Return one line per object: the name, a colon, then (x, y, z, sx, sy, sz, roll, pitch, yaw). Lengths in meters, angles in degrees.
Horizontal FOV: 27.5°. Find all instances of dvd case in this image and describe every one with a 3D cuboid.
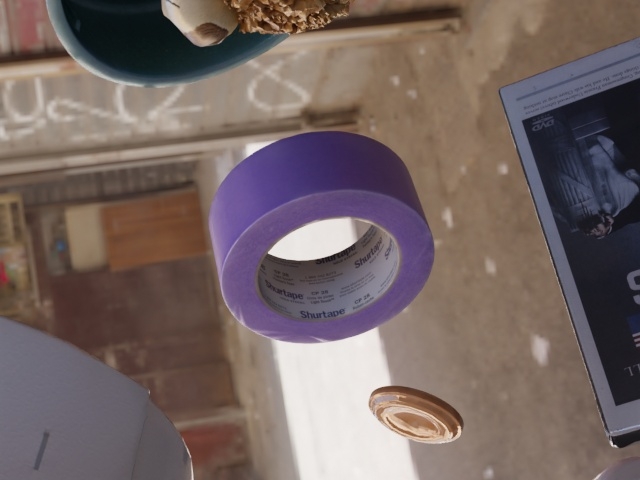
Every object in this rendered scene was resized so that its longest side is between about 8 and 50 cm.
dvd case: (0.218, -0.018, 0.754, 0.029, 0.179, 0.238, 51, -158, -58)

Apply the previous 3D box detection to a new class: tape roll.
tape roll: (-0.210, 0.144, 0.667, 0.286, 0.286, 0.100, 96, -179, -50)
tape roll: (0.000, 0.000, 1.152, 0.080, 0.189, 0.189, -107, 14, -44)

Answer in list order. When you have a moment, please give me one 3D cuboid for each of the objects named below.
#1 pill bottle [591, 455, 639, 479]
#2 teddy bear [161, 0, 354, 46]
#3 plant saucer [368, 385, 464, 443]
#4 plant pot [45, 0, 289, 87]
pill bottle: (0.278, 0.302, 1.279, 0.216, 0.121, 0.121, 118, 144, -56)
teddy bear: (-0.127, -0.229, 0.777, 0.338, 0.113, 0.245, 44, 160, -10)
plant saucer: (0.080, 0.150, 1.109, 0.083, 0.083, 0.013, 101, -170, -59)
plant pot: (-0.162, -0.369, 1.147, 0.334, 0.341, 0.341, 51, 154, 27)
